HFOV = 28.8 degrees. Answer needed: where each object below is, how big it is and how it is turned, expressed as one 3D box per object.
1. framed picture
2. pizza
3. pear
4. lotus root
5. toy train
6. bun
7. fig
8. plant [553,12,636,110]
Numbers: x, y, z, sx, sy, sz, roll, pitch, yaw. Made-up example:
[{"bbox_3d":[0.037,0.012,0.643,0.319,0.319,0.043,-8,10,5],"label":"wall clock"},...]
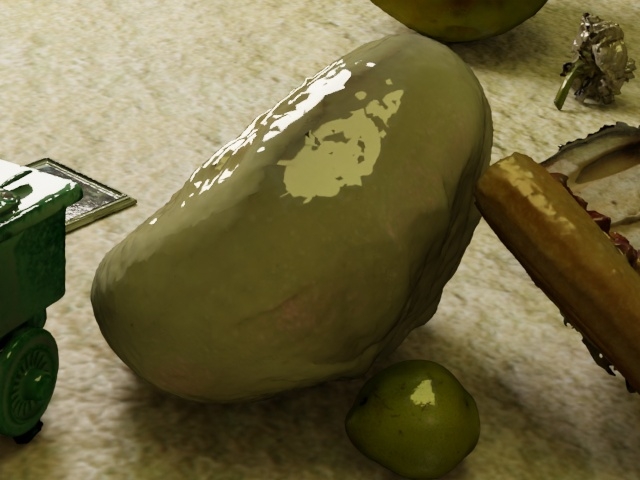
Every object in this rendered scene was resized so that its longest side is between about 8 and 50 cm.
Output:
[{"bbox_3d":[-0.299,-0.037,1.253,0.142,0.011,0.183,24,34,32],"label":"framed picture"},{"bbox_3d":[0.227,0.041,0.981,0.289,0.081,0.229,47,1,-3],"label":"pizza"},{"bbox_3d":[0.067,0.130,0.918,0.097,0.092,0.092,-7,30,-20],"label":"pear"},{"bbox_3d":[0.316,-0.036,1.280,0.329,0.078,0.167,-18,58,-38],"label":"lotus root"},{"bbox_3d":[-0.285,0.066,0.866,0.145,0.202,0.266,15,27,23],"label":"toy train"},{"bbox_3d":[0.000,0.000,0.993,0.213,0.361,0.361,50,35,-4],"label":"bun"},{"bbox_3d":[0.203,-0.445,1.762,0.343,0.343,0.343,3,28,-2],"label":"fig"},{"bbox_3d":[0.335,-0.222,1.597,0.122,0.116,0.104,-34,28,-21],"label":"plant"}]
